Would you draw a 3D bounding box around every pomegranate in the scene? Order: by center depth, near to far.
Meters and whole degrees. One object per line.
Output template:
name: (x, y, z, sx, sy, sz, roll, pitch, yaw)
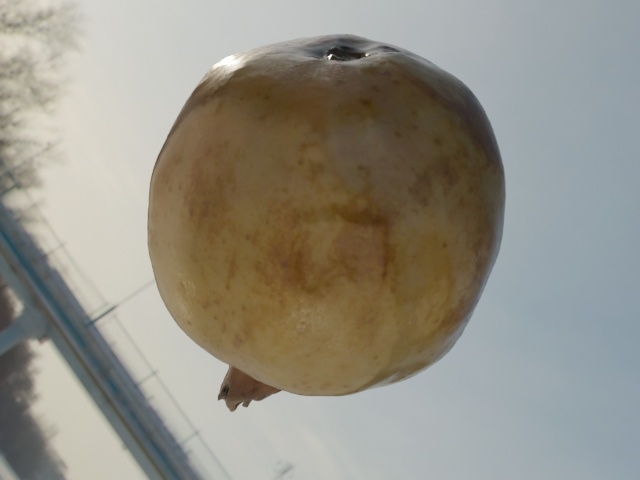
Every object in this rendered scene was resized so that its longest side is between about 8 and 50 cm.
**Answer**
pomegranate: (0.005, -0.015, 0.646, 0.207, 0.207, 0.207, 47, -20, 23)
